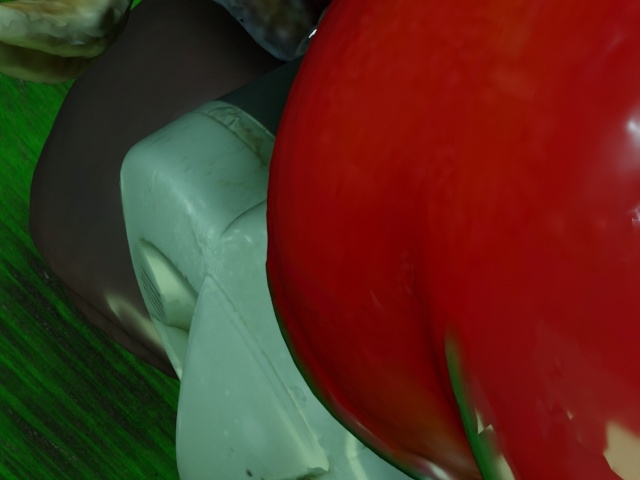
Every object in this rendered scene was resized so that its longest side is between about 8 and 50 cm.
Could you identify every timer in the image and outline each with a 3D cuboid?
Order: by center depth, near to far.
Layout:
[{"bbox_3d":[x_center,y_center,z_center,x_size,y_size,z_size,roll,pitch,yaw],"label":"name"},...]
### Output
[{"bbox_3d":[0.179,0.019,0.473,0.378,0.279,0.378,41,172,7],"label":"timer"}]

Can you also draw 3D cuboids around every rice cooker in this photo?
[{"bbox_3d":[0.070,0.036,0.782,0.288,0.277,0.288,56,164,24],"label":"rice cooker"}]

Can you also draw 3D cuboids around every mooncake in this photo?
[{"bbox_3d":[0.000,0.000,1.091,0.334,0.174,0.326,30,-169,-20],"label":"mooncake"}]

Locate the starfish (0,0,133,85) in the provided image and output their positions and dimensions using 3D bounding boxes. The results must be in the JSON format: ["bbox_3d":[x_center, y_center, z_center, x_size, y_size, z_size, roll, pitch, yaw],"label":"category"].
[{"bbox_3d":[-0.145,-0.226,0.471,0.432,0.082,0.324,77,171,-67],"label":"starfish"}]

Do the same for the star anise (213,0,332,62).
[{"bbox_3d":[0.054,-0.109,1.019,0.236,0.109,0.223,31,-165,-4],"label":"star anise"}]
